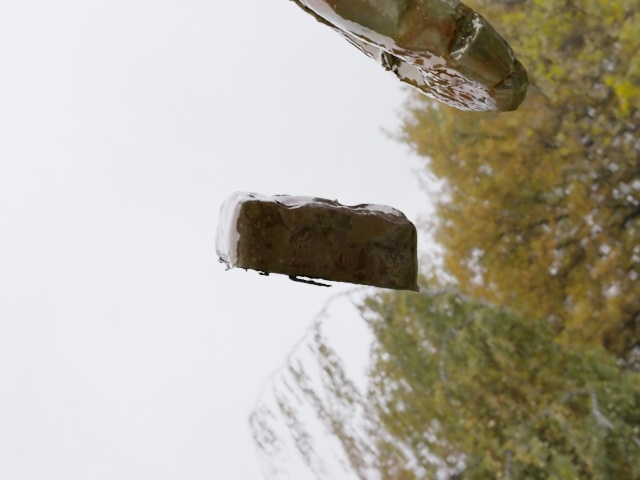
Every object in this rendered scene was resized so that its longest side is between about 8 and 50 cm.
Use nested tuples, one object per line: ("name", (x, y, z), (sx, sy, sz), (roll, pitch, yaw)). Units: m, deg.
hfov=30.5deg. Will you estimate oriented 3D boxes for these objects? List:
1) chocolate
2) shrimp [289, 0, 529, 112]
("chocolate", (0.000, 0.000, 1.245), (0.214, 0.148, 0.093), (7, -88, -13))
("shrimp", (0.020, -0.176, 0.854), (0.062, 0.294, 0.154), (-55, 2, -10))
